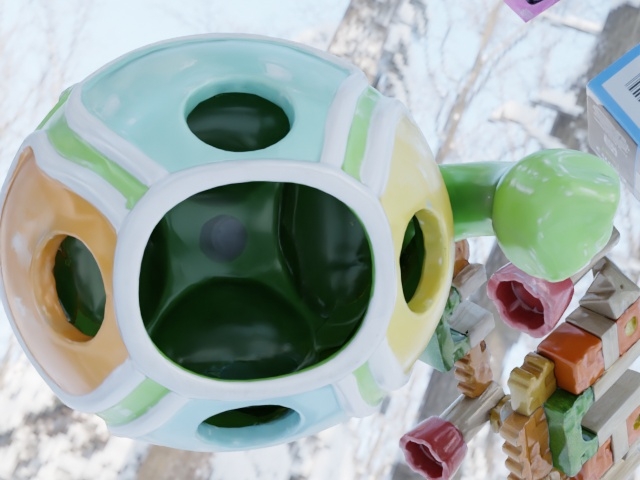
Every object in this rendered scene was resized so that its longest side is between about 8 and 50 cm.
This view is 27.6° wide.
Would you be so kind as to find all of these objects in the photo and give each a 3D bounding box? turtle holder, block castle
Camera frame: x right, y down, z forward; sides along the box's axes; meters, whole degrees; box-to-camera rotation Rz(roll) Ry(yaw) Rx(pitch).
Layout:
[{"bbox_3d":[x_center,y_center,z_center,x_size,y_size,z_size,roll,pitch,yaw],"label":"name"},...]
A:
[{"bbox_3d":[-0.019,0.015,0.727,0.320,0.243,0.227,21,3,-13],"label":"turtle holder"},{"bbox_3d":[0.205,0.154,1.556,0.303,0.213,0.453,23,-39,39],"label":"block castle"}]

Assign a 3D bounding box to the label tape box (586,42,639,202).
[{"bbox_3d":[0.420,-0.064,1.468,0.249,0.115,0.348,52,0,17],"label":"label tape box"}]

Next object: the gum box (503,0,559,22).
[{"bbox_3d":[0.240,-0.329,1.396,0.107,0.188,0.062,-31,-53,33],"label":"gum box"}]
